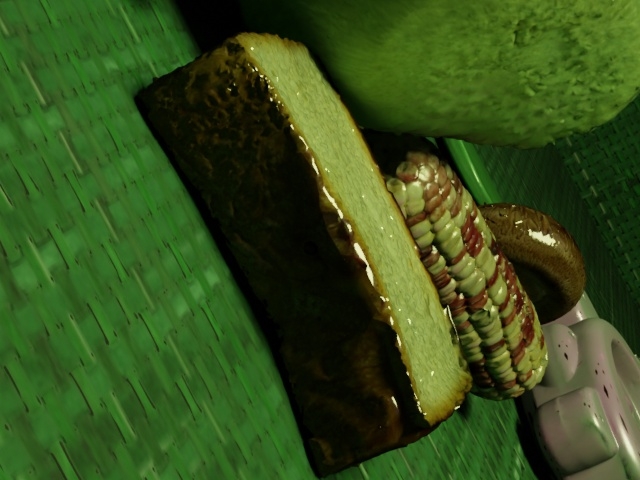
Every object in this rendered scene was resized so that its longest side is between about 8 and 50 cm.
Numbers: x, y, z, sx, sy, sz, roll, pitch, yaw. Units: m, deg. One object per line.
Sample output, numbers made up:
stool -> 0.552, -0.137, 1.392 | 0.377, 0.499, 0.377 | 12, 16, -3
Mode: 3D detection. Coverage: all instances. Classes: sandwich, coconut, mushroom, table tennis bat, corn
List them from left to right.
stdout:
sandwich -> 0.000, 0.000, 0.899 | 0.215, 0.065, 0.186 | 63, 12, -1
corn -> 0.080, 0.025, 1.130 | 0.253, 0.086, 0.086 | 55, 15, -43
coconut -> 0.078, -0.220, 1.068 | 0.281, 0.328, 0.328 | 81, -7, -55
table tennis bat -> 0.163, -0.035, 1.695 | 0.160, 0.039, 0.257 | 49, 14, -50
mushroom -> 0.143, 0.020, 1.351 | 0.126, 0.109, 0.085 | 74, -4, -50

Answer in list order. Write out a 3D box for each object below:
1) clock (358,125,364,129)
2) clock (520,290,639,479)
clock -> 0.024, -0.142, 1.352 | 0.235, 0.029, 0.235 | 58, 14, -23
clock -> 0.234, 0.167, 1.455 | 0.228, 0.090, 0.248 | 60, 15, -16
